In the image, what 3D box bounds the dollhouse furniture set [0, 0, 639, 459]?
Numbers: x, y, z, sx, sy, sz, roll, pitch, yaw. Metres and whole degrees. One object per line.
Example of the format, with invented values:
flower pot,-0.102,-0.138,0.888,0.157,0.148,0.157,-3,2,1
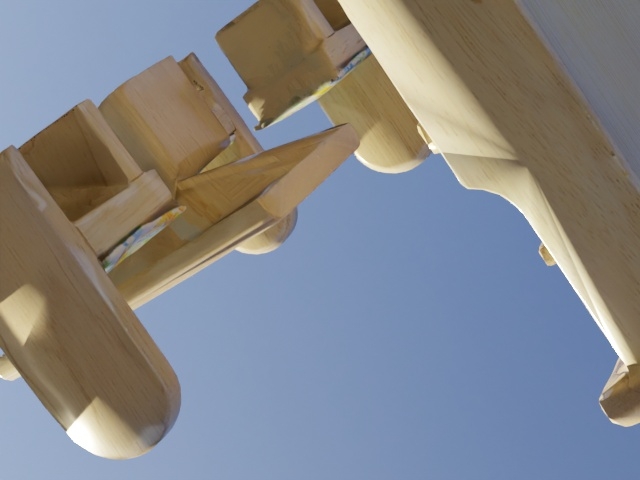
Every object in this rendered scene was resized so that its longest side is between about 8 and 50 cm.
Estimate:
dollhouse furniture set,0.000,0.000,0.753,0.394,0.256,0.362,-30,-172,33
